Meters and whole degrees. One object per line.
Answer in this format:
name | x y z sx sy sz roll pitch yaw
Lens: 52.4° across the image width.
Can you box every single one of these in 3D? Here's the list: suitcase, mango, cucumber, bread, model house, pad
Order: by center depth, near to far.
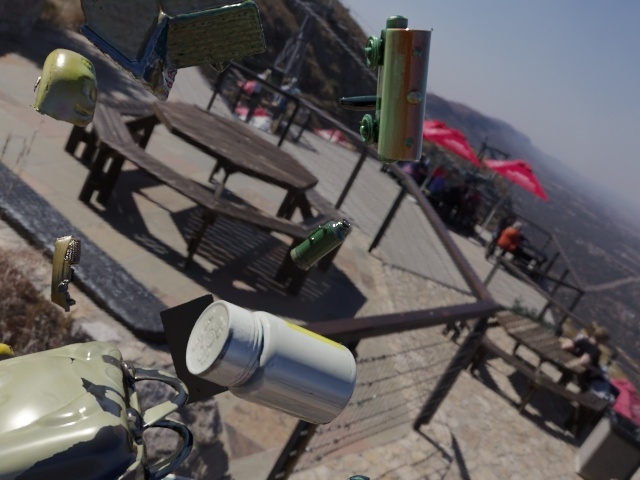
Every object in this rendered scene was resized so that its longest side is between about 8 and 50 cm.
suitcase | -0.331 0.243 0.805 0.339 0.194 0.351 -11 14 -16
cucumber | 0.127 -0.293 1.392 0.184 0.036 0.033 1 -21 -10
model house | -0.342 -0.519 1.550 0.382 0.342 0.334 -15 2 -3
bread | -0.634 -0.390 1.650 0.158 0.156 0.261 17 51 -28
pad | -0.328 0.292 1.755 0.009 0.159 0.265 45 26 -78
mango | -0.930 0.337 1.792 0.161 0.103 0.076 -13 51 -23

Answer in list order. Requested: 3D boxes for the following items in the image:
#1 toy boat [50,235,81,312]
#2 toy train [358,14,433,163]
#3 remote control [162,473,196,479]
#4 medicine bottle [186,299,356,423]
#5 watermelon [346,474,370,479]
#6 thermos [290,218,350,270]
toy boat | -0.493 0.064 1.259 0.049 0.149 0.047 3 -11 -15
toy train | 0.151 -0.283 1.251 0.116 0.285 0.177 -1 18 -15
remote control | -0.402 0.615 1.572 0.055 0.277 0.103 52 49 -27
medicine bottle | -0.077 0.199 1.054 0.258 0.143 0.143 27 14 -32
watermelon | 0.098 0.690 1.785 0.084 0.072 0.092 -7 24 -18
thermos | 0.003 0.001 1.843 0.083 0.187 0.073 48 23 -9
